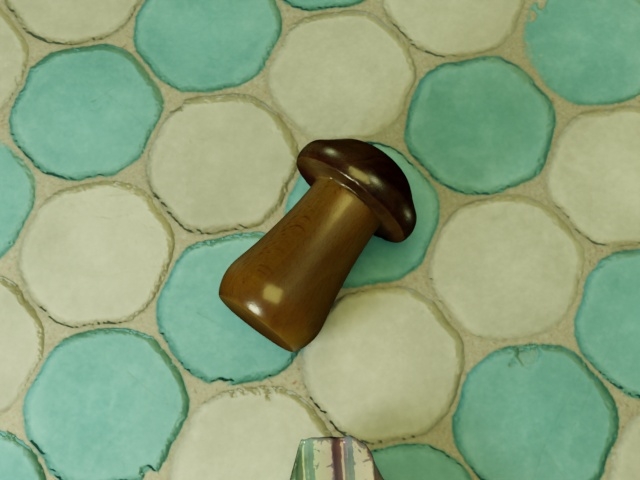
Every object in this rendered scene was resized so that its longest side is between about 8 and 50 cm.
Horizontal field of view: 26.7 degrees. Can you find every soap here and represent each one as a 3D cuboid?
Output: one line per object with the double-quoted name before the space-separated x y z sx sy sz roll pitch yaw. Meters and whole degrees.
"soap" 0.036 0.417 1.727 0.193 0.109 0.324 -5 69 -2

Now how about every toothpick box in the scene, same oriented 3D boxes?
"toothpick box" 0.000 0.000 1.856 0.192 0.192 0.294 34 79 12
